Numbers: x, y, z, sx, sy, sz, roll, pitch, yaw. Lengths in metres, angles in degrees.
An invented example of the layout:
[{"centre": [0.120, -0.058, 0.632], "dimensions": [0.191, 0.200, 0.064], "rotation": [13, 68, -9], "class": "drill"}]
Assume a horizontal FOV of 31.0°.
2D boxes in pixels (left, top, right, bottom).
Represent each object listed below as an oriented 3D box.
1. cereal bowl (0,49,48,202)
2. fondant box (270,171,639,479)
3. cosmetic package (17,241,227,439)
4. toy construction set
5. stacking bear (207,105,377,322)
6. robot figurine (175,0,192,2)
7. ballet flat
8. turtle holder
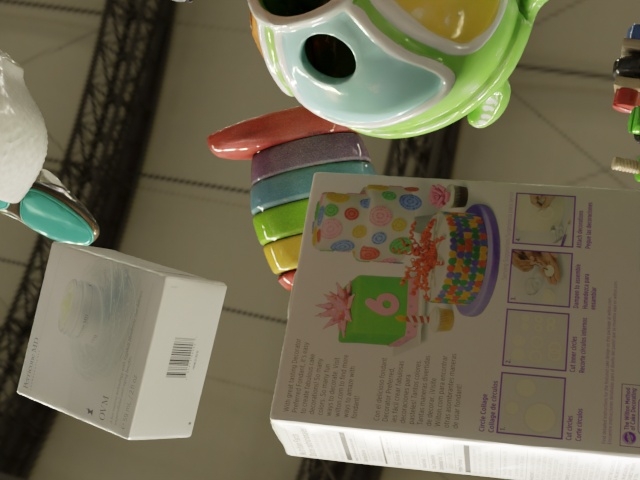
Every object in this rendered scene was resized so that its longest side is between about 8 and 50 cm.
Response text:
[{"centre": [-0.462, -0.196, 1.376], "dimensions": [0.339, 0.339, 0.141], "rotation": [36, -88, 31], "class": "cereal bowl"}, {"centre": [0.141, 0.073, 0.988], "dimensions": [0.330, 0.096, 0.238], "rotation": [5, -118, 10], "class": "fondant box"}, {"centre": [-0.280, 0.137, 1.615], "dimensions": [0.224, 0.138, 0.224], "rotation": [14, -89, 34], "class": "cosmetic package"}, {"centre": [0.520, -0.252, 1.475], "dimensions": [0.237, 0.257, 0.309], "rotation": [10, -126, -6], "class": "toy construction set"}, {"centre": [0.000, 0.000, 1.326], "dimensions": [0.164, 0.175, 0.289], "rotation": [-16, -96, 46], "class": "stacking bear"}, {"centre": [-0.085, -0.316, 0.825], "dimensions": [0.085, 0.211, 0.291], "rotation": [18, -81, 59], "class": "robot figurine"}, {"centre": [-0.484, -0.080, 1.875], "dimensions": [0.280, 0.095, 0.096], "rotation": [20, -139, -7], "class": "ballet flat"}, {"centre": [0.077, -0.217, 1.062], "dimensions": [0.320, 0.227, 0.243], "rotation": [21, -87, 37], "class": "turtle holder"}]
